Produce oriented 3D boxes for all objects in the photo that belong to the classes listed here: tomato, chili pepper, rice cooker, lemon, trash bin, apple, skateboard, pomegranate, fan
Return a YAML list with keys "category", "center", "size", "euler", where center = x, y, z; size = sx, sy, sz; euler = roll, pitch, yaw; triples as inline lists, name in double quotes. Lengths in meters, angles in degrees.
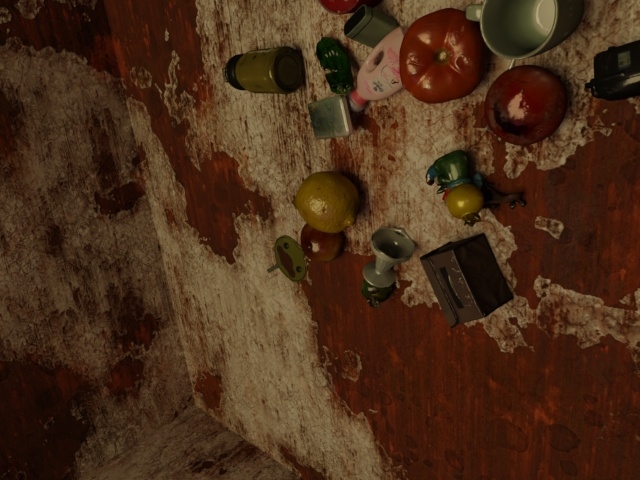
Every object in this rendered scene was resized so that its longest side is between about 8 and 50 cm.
- category: "tomato"
  center: [0.537, -0.354, 1.405]
  size: [0.208, 0.184, 0.208]
  euler: [22, 123, 39]
- category: "chili pepper"
  center: [0.053, -0.599, 1.829]
  size: [0.083, 0.099, 0.253]
  euler: [63, -172, -56]
- category: "rice cooker"
  center: [0.721, -0.393, 1.228]
  size: [0.203, 0.142, 0.118]
  euler: [-6, 92, 47]
- category: "lemon"
  center: [0.035, -0.141, 2.015]
  size: [0.253, 0.228, 0.228]
  euler: [34, 133, 8]
- category: "trash bin"
  center: [0.157, -0.670, 1.681]
  size: [0.116, 0.130, 0.059]
  euler: [-29, 59, 50]
- category: "apple"
  center: [0.000, 0.000, 2.195]
  size: [0.195, 0.160, 0.173]
  euler: [1, 89, 40]
- category: "skateboard"
  center: [0.539, -0.136, 1.616]
  size: [0.151, 0.067, 0.080]
  euler: [3, 102, 50]
- category: "pomegranate"
  center: [0.214, 0.201, 2.061]
  size: [0.122, 0.161, 0.122]
  euler: [6, 135, 6]
- category: "fan"
  center: [-0.165, 0.101, 2.512]
  size: [0.335, 0.011, 0.230]
  euler: [-31, 86, 49]
- category: "tomato"
  center: [0.340, -0.519, 1.515]
  size: [0.259, 0.180, 0.260]
  euler: [3, 105, 10]

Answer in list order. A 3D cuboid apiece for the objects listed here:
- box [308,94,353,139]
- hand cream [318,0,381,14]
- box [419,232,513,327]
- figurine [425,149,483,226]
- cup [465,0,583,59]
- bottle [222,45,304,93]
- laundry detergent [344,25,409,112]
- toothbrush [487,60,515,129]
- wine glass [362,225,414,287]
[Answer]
- category: "box"
  center: [0.033, -0.445, 1.942]
  size: [0.285, 0.044, 0.142]
  euler: [16, 124, 64]
- category: "hand cream"
  center: [0.096, -0.826, 1.662]
  size: [0.230, 0.149, 0.230]
  euler: [22, 124, 36]
- category: "box"
  center: [0.473, 0.126, 1.723]
  size: [0.153, 0.188, 0.252]
  euler: [-24, 89, 52]
- category: "figurine"
  center: [0.418, -0.146, 1.656]
  size: [0.185, 0.127, 0.234]
  euler: [-31, 76, 59]
- category: "cup"
  center: [0.496, -0.557, 1.307]
  size: [0.258, 0.234, 0.186]
  euler: [24, 125, 35]
- category: "bottle"
  center: [-0.239, -0.663, 2.085]
  size: [0.351, 0.171, 0.172]
  euler: [17, 121, 43]
- category: "laundry detergent"
  center: [0.197, -0.540, 1.744]
  size: [0.335, 0.088, 0.159]
  euler: [-34, 86, 50]
- category: "toothbrush"
  center: [0.519, -0.435, 1.506]
  size: [0.021, 0.027, 0.269]
  euler: [25, 129, 21]
- category: "wine glass"
  center: [0.241, 0.064, 1.963]
  size: [0.165, 0.165, 0.196]
  euler: [44, 143, 22]
